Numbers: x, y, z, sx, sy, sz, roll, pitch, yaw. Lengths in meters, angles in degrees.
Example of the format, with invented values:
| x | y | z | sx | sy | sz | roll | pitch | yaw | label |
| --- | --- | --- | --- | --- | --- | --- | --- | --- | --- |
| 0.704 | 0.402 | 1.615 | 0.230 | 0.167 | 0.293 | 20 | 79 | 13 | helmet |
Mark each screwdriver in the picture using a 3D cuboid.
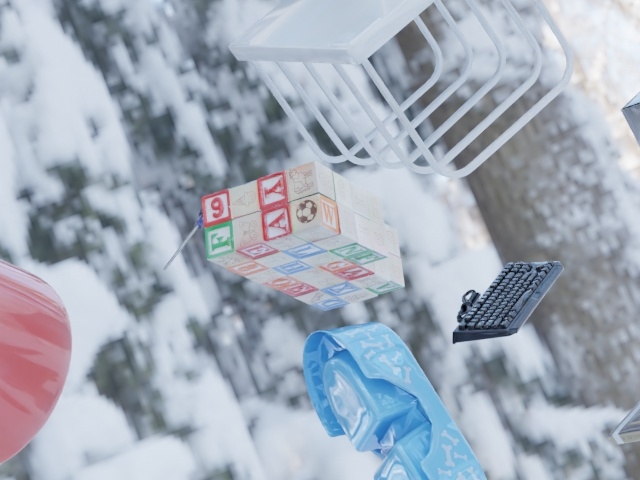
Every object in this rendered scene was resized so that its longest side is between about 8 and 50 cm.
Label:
| x | y | z | sx | sy | sz | roll | pitch | yaw | label |
| --- | --- | --- | --- | --- | --- | --- | --- | --- | --- |
| -0.178 | -0.009 | 2.514 | 0.024 | 0.025 | 0.170 | 9 | 47 | 24 | screwdriver |

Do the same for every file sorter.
| x | y | z | sx | sy | sz | roll | pitch | yaw | label |
| --- | --- | --- | --- | --- | --- | --- | --- | --- | --- |
| 0.081 | -0.176 | 1.711 | 0.193 | 0.173 | 0.277 | -42 | 21 | -15 | file sorter |

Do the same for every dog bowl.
| x | y | z | sx | sy | sz | roll | pitch | yaw | label |
| --- | --- | --- | --- | --- | --- | --- | --- | --- | --- |
| 0.087 | 0.218 | 1.996 | 0.074 | 0.297 | 0.166 | -23 | -21 | -26 | dog bowl |

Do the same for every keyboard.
| x | y | z | sx | sy | sz | roll | pitch | yaw | label |
| --- | --- | --- | --- | --- | --- | --- | --- | --- | --- |
| 0.203 | 0.068 | 2.065 | 0.108 | 0.023 | 0.180 | -10 | 19 | 31 | keyboard |

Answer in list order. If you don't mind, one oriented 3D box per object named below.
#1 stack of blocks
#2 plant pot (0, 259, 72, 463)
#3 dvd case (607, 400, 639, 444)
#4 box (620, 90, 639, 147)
| x | y | z | sx | sy | sz | roll | pitch | yaw | label |
| --- | --- | --- | --- | --- | --- | --- | --- | --- | --- |
| 0.000 | 0.000 | 2.337 | 0.171 | 0.087 | 0.297 | -17 | -22 | 26 | stack of blocks |
| -0.468 | 0.111 | 2.118 | 0.275 | 0.275 | 0.243 | -25 | -37 | 19 | plant pot |
| 0.441 | 0.165 | 2.050 | 0.164 | 0.018 | 0.221 | -42 | 8 | -28 | dvd case |
| 0.415 | -0.108 | 1.851 | 0.056 | 0.183 | 0.231 | -20 | 15 | 42 | box |
